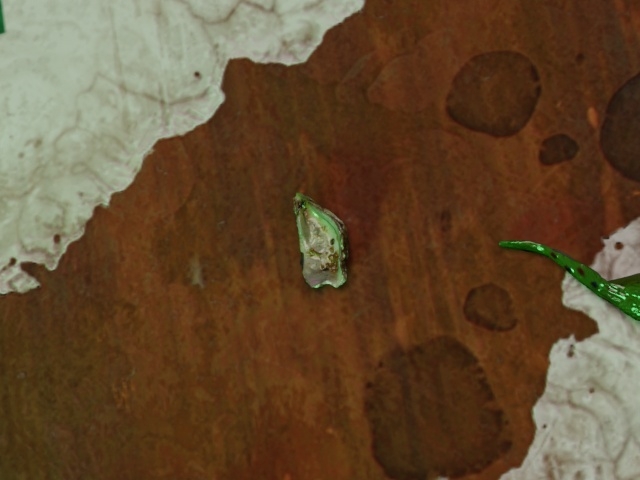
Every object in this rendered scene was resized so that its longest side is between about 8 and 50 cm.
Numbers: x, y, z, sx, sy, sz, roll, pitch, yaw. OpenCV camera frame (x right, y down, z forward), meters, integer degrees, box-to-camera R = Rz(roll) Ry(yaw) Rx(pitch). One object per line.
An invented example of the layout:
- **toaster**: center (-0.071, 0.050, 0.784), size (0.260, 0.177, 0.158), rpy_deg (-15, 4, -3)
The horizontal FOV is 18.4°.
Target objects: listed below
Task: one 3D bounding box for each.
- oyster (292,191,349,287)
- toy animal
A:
- **oyster**: center (0.003, -0.001, 1.774), size (0.051, 0.034, 0.093), rpy_deg (-10, 79, 26)
- **toy animal**: center (0.262, 0.021, 1.702), size (0.217, 0.041, 0.075), rpy_deg (29, 81, 25)
